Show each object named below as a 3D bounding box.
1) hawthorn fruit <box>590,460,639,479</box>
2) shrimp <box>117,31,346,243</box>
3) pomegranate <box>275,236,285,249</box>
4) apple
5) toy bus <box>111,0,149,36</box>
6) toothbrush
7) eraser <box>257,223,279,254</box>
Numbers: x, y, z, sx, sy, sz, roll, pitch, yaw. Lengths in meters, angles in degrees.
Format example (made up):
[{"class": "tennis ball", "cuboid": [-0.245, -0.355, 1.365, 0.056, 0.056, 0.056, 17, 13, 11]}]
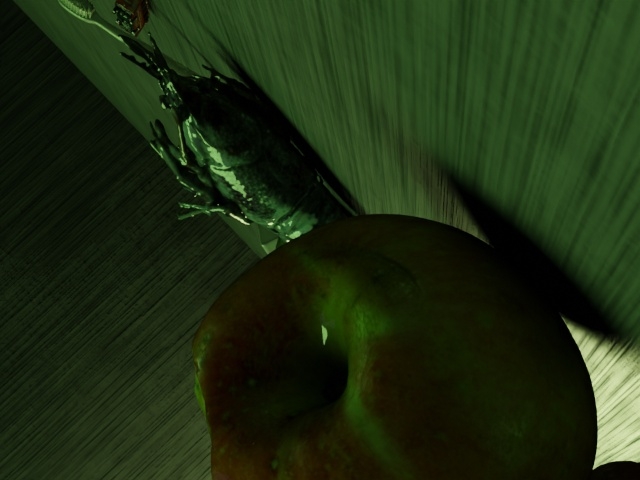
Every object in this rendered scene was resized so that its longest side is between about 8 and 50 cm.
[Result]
[{"class": "hawthorn fruit", "cuboid": [0.307, 0.331, 1.395, 0.272, 0.242, 0.242, 32, 176, -8]}, {"class": "shrimp", "cuboid": [-0.116, -0.092, 1.840, 0.372, 0.172, 0.137, 41, -179, -14]}, {"class": "pomegranate", "cuboid": [0.000, 0.000, 2.010, 0.122, 0.122, 0.161, 63, -159, -71]}, {"class": "apple", "cuboid": [0.065, 0.150, 1.358, 0.339, 0.339, 0.339, 46, 175, 6]}, {"class": "toy bus", "cuboid": [-0.236, -0.289, 1.990, 0.031, 0.043, 0.110, 33, 172, 0]}, {"class": "toothbrush", "cuboid": [-0.199, -0.226, 1.968, 0.307, 0.025, 0.029, 34, 164, 2]}, {"class": "eraser", "cuboid": [-0.025, 0.023, 2.285, 0.124, 0.068, 0.210, -101, -16, -46]}]
